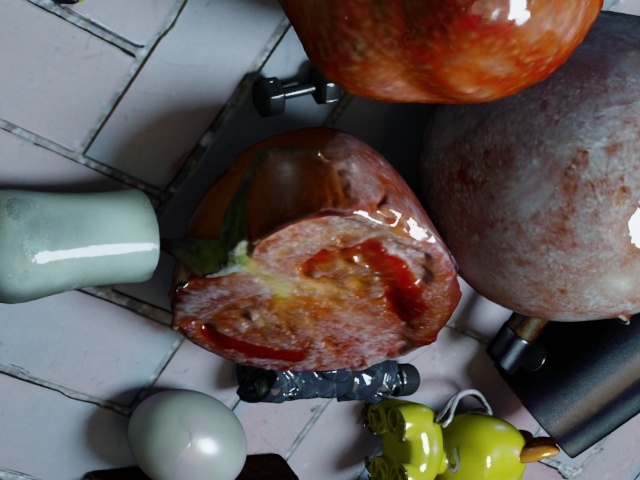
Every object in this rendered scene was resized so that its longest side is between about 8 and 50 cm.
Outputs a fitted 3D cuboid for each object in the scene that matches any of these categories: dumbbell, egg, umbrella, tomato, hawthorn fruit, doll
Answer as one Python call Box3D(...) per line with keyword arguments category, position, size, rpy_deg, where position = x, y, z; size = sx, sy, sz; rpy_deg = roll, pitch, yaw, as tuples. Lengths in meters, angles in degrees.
Box3D(category="dumbbell", position=(-0.021, -0.140, 1.562), size=(0.083, 0.036, 0.040), rpy_deg=(-15, 126, -23))
Box3D(category="egg", position=(-0.134, 0.203, 1.684), size=(0.135, 0.103, 0.103), rpy_deg=(30, 102, -41))
Box3D(category="umbrella", position=(0.017, 0.139, 1.768), size=(0.224, 0.080, 0.071), rpy_deg=(6, 82, -39))
Box3D(category="tomato", position=(-0.003, -0.006, 1.582), size=(0.309, 0.170, 0.309), rpy_deg=(-3, 153, -1))
Box3D(category="hawthorn fruit", position=(0.123, -0.240, 1.437), size=(0.330, 0.287, 0.287), rpy_deg=(11, 116, -56))
Box3D(category="tomato", position=(0.250, -0.067, 1.595), size=(0.316, 0.316, 0.283), rpy_deg=(-25, 121, -16))
Box3D(category="doll", position=(0.159, 0.231, 1.882), size=(0.221, 0.143, 0.135), rpy_deg=(-1, 92, -28))

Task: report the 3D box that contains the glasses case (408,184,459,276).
Box3D(category="glasses case", position=(0.158, -0.003, 1.765), size=(0.218, 0.049, 0.075), rpy_deg=(11, 122, -37))

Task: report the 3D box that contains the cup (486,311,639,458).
Box3D(category="cup", position=(0.282, 0.111, 1.874), size=(0.177, 0.166, 0.239), rpy_deg=(-40, 110, 5))

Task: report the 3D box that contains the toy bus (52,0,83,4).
Box3D(category="toy bus", position=(-0.149, -0.320, 1.291), size=(0.150, 0.128, 0.262), rpy_deg=(-3, 122, -31))

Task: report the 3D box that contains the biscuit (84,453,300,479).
Box3D(category="biscuit", position=(-0.130, 0.287, 1.744), size=(0.252, 0.106, 0.070), rpy_deg=(-2, 121, -32))

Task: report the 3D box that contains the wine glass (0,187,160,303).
Box3D(category="wine glass", position=(-0.261, 0.004, 1.467), size=(0.231, 0.103, 0.103), rpy_deg=(-6, 124, -34))
